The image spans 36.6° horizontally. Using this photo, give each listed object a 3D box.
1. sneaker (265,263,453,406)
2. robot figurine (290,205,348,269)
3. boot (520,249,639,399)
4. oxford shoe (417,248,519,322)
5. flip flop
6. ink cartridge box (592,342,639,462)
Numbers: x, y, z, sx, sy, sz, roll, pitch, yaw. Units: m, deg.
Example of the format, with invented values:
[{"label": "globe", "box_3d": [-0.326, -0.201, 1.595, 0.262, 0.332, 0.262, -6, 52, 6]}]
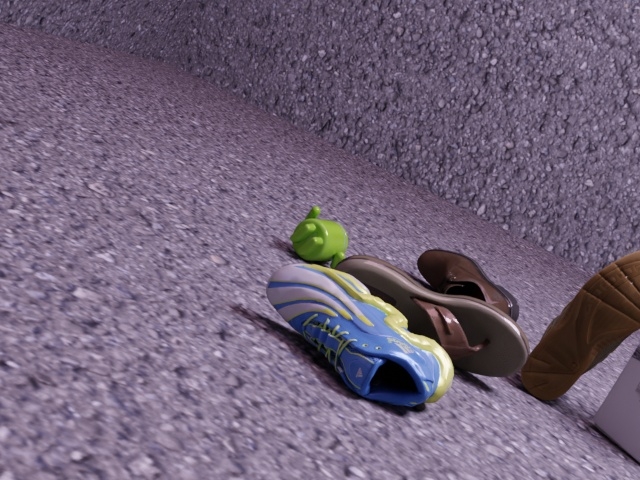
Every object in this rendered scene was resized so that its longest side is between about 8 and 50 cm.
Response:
[{"label": "sneaker", "box_3d": [0.036, 0.103, 1.062, 0.240, 0.091, 0.126, 28, 12, 10]}, {"label": "robot figurine", "box_3d": [0.000, 0.000, 1.530, 0.115, 0.067, 0.101, 6, 49, -60]}, {"label": "boot", "box_3d": [0.402, 0.113, 1.397, 0.095, 0.262, 0.203, 42, 13, 13]}, {"label": "oxford shoe", "box_3d": [0.237, 0.073, 1.676, 0.096, 0.083, 0.227, 9, 17, -41]}, {"label": "flip flop", "box_3d": [0.136, 0.110, 1.255, 0.277, 0.112, 0.080, 27, 37, -1]}, {"label": "ink cartridge box", "box_3d": [0.531, 0.176, 1.302, 0.207, 0.283, 0.117, 17, 17, -35]}]
